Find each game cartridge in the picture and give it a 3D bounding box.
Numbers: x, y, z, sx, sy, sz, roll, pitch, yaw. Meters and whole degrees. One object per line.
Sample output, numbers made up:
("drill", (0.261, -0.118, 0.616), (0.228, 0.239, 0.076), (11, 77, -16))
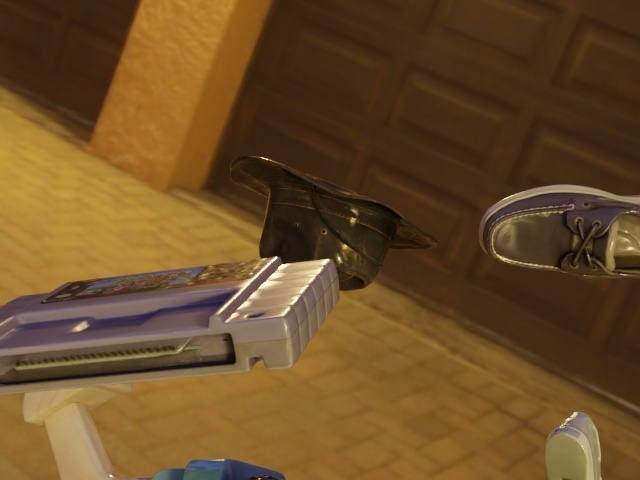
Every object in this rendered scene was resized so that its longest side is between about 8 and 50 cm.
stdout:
("game cartridge", (-0.173, 0.077, 1.063), (0.354, 0.068, 0.230), (-7, 15, 13))

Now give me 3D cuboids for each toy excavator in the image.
("toy excavator", (-0.182, 0.346, 1.355), (0.445, 0.433, 0.222), (-6, -19, 22))

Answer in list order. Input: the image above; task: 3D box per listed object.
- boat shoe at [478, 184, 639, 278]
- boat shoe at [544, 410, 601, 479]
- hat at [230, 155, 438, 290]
("boat shoe", (0.334, -0.004, 1.325), (0.285, 0.103, 0.092), (3, 19, 0))
("boat shoe", (0.340, 0.328, 1.477), (0.079, 0.228, 0.081), (12, 32, 32))
("hat", (0.000, 0.000, 1.662), (0.331, 0.134, 0.331), (21, -7, 3))
